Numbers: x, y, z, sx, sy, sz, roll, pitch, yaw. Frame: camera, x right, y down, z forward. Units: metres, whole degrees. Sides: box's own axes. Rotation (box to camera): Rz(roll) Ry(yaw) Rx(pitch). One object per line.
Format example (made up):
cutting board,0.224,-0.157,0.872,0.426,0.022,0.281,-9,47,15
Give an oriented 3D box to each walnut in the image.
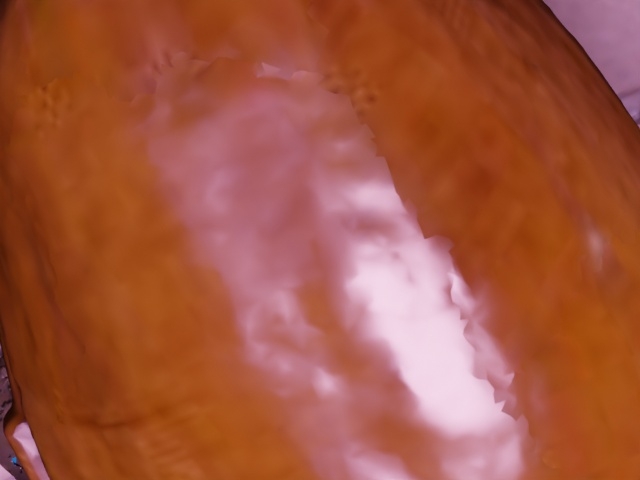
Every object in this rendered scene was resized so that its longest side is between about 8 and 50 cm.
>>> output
walnut,0.000,0.000,0.537,0.209,0.209,0.336,-23,116,7

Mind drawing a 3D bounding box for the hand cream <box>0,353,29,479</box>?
hand cream,-0.051,0.091,0.668,0.163,0.039,0.062,34,125,-16
